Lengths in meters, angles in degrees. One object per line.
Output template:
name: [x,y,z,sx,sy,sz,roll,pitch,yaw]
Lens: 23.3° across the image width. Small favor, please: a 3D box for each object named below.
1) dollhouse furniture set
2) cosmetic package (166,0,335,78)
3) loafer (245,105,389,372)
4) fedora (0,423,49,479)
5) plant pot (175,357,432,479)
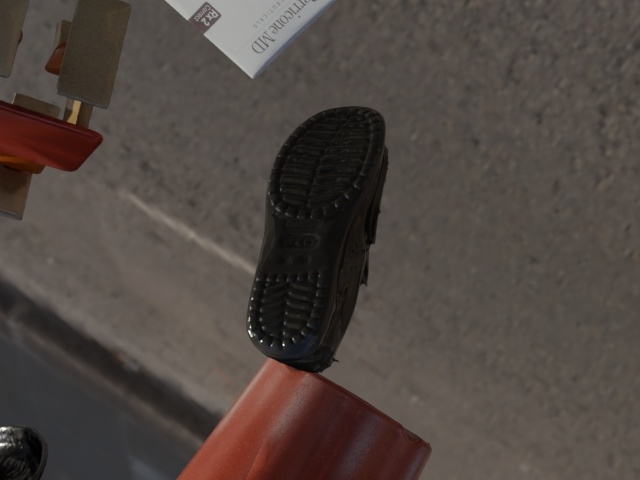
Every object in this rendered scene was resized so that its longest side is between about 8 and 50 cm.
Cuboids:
dollhouse furniture set: [-0.303,-0.107,1.222,0.259,0.135,0.262,17,155,-20]
cosmetic package: [-0.060,-0.286,1.441,0.184,0.151,0.151,41,137,-10]
loafer: [0.000,0.000,1.125,0.080,0.220,0.078,6,149,22]
fedora: [-0.356,0.184,1.105,0.152,0.334,0.334,59,152,-13]
plant pot: [-0.033,0.278,1.624,0.272,0.265,0.272,32,173,4]
